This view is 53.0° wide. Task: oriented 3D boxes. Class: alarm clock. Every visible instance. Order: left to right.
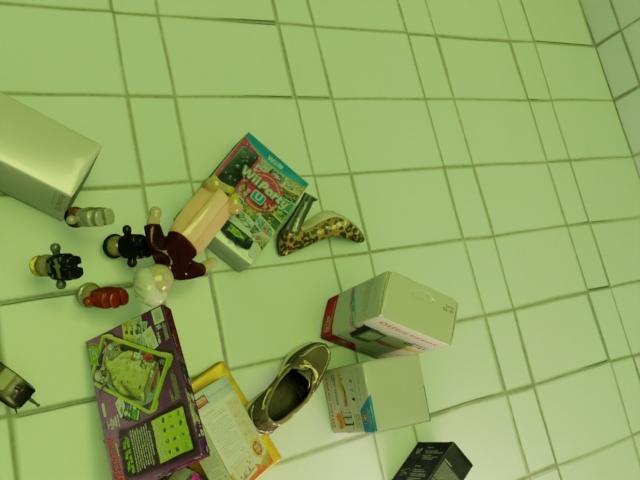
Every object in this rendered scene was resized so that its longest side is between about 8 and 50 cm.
[{"bbox_3d":[-0.673,0.284,1.323,0.192,0.129,0.064,30,61,15],"label":"alarm clock"}]

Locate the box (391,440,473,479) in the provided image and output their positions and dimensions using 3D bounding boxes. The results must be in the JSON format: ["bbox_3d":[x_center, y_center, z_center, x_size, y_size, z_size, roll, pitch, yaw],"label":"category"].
[{"bbox_3d":[0.292,0.622,1.703,0.093,0.156,0.158,50,58,-7],"label":"box"}]

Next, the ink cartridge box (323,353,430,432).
[{"bbox_3d":[0.137,0.395,1.649,0.168,0.233,0.171,-4,76,-27],"label":"ink cartridge box"}]

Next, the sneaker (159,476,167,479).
[{"bbox_3d":[-0.378,0.504,1.398,0.057,0.075,0.161,-4,104,-47],"label":"sneaker"}]

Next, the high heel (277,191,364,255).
[{"bbox_3d":[0.000,0.000,1.815,0.261,0.093,0.186,31,88,-34],"label":"high heel"}]

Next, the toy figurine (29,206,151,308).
[{"bbox_3d":[-0.509,0.036,1.439,0.209,0.148,0.213,45,57,-44],"label":"toy figurine"}]

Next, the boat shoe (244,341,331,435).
[{"bbox_3d":[-0.062,0.358,1.607,0.116,0.097,0.324,55,46,-4],"label":"boat shoe"}]

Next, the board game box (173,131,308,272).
[{"bbox_3d":[-0.205,-0.103,1.708,0.224,0.097,0.303,40,59,-12],"label":"board game box"}]

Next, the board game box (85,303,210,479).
[{"bbox_3d":[-0.376,0.332,1.375,0.208,0.056,0.347,-24,63,4],"label":"board game box"}]

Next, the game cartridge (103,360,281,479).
[{"bbox_3d":[-0.291,0.488,1.503,0.324,0.053,0.285,-31,90,-29],"label":"game cartridge"}]

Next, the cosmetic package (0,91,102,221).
[{"bbox_3d":[-0.698,-0.211,1.421,0.365,0.197,0.155,29,63,-16],"label":"cosmetic package"}]

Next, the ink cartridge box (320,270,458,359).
[{"bbox_3d":[0.173,0.209,1.684,0.226,0.306,0.131,24,64,-19],"label":"ink cartridge box"}]

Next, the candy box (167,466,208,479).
[{"bbox_3d":[-0.302,0.623,1.376,0.159,0.071,0.233,46,68,-27],"label":"candy box"}]

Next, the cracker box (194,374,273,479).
[{"bbox_3d":[-0.217,0.437,1.438,0.232,0.067,0.156,61,24,5],"label":"cracker box"}]

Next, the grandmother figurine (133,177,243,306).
[{"bbox_3d":[-0.320,0.005,1.482,0.208,0.104,0.342,40,55,-17],"label":"grandmother figurine"}]
